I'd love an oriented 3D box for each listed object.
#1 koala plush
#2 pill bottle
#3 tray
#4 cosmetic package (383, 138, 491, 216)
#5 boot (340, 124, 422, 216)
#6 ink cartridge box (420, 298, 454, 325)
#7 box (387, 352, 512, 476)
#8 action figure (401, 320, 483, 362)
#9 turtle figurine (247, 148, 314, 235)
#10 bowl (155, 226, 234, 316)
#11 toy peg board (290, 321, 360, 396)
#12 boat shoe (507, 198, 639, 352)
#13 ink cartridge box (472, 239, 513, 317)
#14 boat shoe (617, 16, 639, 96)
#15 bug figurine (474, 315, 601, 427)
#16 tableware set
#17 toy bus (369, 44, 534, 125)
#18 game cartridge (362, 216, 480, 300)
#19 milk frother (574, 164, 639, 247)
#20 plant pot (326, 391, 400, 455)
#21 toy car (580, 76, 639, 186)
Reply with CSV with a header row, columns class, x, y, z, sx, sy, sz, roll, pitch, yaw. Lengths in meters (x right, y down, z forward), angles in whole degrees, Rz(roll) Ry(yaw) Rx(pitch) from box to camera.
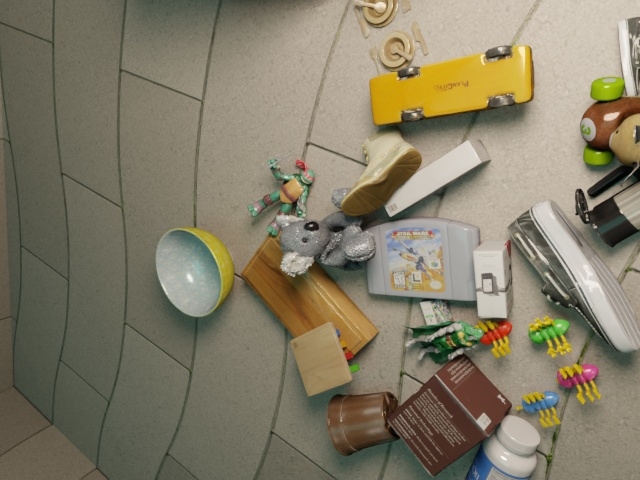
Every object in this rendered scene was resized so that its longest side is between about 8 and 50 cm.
class,x,y,z,sx,sy,sz,roll,pitch,yaw
koala plush,0.000,0.000,1.138,0.203,0.221,0.196,104,156,-61
pill bottle,0.437,0.534,1.092,0.124,0.124,0.221,24,114,25
tray,-0.043,0.178,1.331,0.411,0.076,0.203,48,123,14
cosmetic package,0.256,-0.141,1.035,0.239,0.099,0.060,-32,83,34
boot,0.122,-0.165,1.068,0.213,0.077,0.165,-41,35,18
ink cartridge box,0.299,0.200,1.144,0.063,0.029,0.115,-16,94,35
box,0.309,0.416,1.102,0.167,0.168,0.203,48,123,24
action figure,0.297,0.237,1.084,0.137,0.063,0.232,44,146,-5
turtle figurine,-0.086,-0.128,1.245,0.234,0.118,0.175,-44,74,27
bowl,-0.371,0.085,1.463,0.289,0.156,0.289,9,108,31
toy peg board,0.018,0.322,1.255,0.161,0.079,0.161,-33,69,34
boat shoe,0.513,0.079,0.936,0.119,0.121,0.335,-40,70,42
ink cartridge box,0.384,0.084,1.008,0.063,0.109,0.150,-2,102,31
boat shoe,0.562,-0.327,0.817,0.040,0.049,0.142,-6,98,33
bug figurine,0.482,0.271,1.019,0.216,0.072,0.279,-33,90,41
tableware set,0.150,-0.484,1.041,0.128,0.039,0.194,-21,92,35
toy bus,0.267,-0.315,0.958,0.332,0.130,0.108,-1,102,33
game cartridge,0.240,0.042,1.120,0.297,0.062,0.198,-1,107,34
milk frother,0.554,-0.070,0.835,0.135,0.143,0.129,-42,72,36
plant pot,0.129,0.496,1.265,0.165,0.167,0.167,-23,90,28
toy car,0.520,-0.174,0.775,0.149,0.188,0.155,8,129,30
